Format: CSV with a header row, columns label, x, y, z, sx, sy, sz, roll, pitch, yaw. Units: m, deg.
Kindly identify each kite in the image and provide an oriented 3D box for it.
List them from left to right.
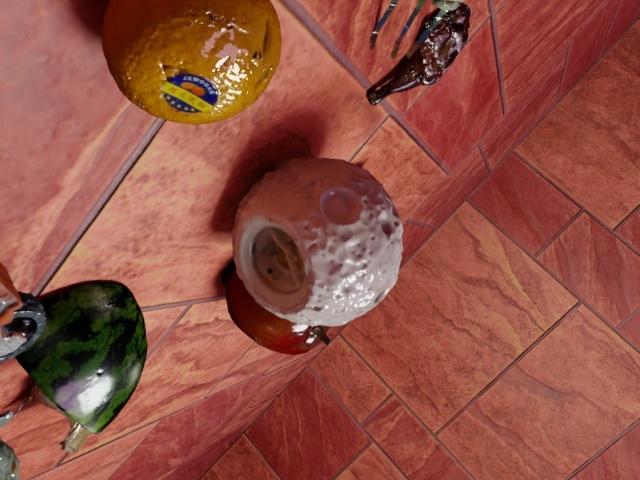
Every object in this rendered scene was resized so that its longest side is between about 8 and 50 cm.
label,x,y,z,sx,sy,sz,roll,pitch,yaw
kite,0.120,-0.294,0.613,0.229,0.127,0.016,139,-38,-69

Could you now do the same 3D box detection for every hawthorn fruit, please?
label,x,y,z,sx,sy,sz,roll,pitch,yaw
hawthorn fruit,-0.058,0.112,0.957,0.215,0.250,0.215,-25,131,-33

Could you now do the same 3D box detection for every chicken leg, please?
label,x,y,z,sx,sy,sz,roll,pitch,yaw
chicken leg,0.162,-0.290,0.814,0.093,0.053,0.205,19,110,-46

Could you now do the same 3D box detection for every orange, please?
label,x,y,z,sx,sy,sz,roll,pitch,yaw
orange,-0.097,-0.157,0.398,0.136,0.117,0.135,2,150,1

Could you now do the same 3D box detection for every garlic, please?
label,x,y,z,sx,sy,sz,roll,pitch,yaw
garlic,-0.375,0.242,0.771,0.124,0.099,0.174,-57,176,-30

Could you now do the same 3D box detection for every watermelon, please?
label,x,y,z,sx,sy,sz,roll,pitch,yaw
watermelon,-0.291,0.152,0.643,0.137,0.145,0.193,-48,164,26

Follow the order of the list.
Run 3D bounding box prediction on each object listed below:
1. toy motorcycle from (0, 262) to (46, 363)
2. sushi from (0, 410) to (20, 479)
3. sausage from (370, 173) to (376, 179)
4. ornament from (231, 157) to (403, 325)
label,x,y,z,sx,sy,sz,roll,pitch,yaw
toy motorcycle,-0.331,0.051,0.396,0.171,0.089,0.298,-35,162,-25
sushi,-0.336,0.344,0.427,0.176,0.417,0.417,-11,148,-28
sausage,0.055,-0.077,1.047,0.062,0.062,0.154,-20,150,-54
ornament,0.000,0.000,0.771,0.225,0.259,0.259,-25,155,-46
